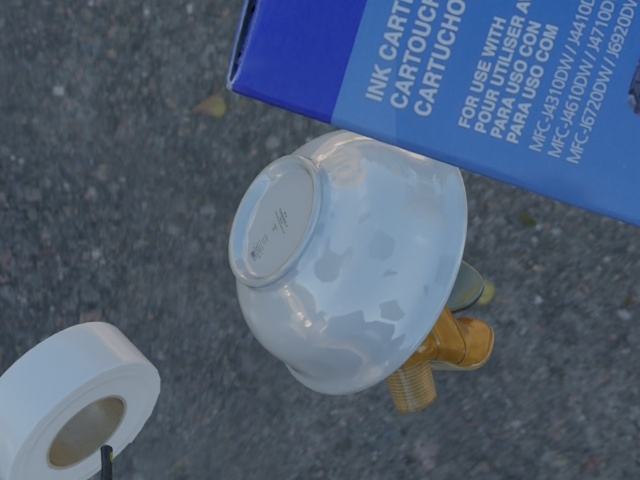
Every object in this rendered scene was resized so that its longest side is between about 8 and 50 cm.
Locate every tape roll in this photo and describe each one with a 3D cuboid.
[{"bbox_3d":[-0.382,0.261,1.857,0.286,0.286,0.100,-39,64,-21],"label":"tape roll"}]

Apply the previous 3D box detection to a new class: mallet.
[{"bbox_3d":[-0.245,0.331,1.414,0.039,0.062,0.189,-10,48,5],"label":"mallet"}]

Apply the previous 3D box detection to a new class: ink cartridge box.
[{"bbox_3d":[0.119,-0.111,0.623,0.396,0.270,0.151,20,103,4],"label":"ink cartridge box"}]

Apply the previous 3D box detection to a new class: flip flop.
[{"bbox_3d":[0.131,0.017,1.920,0.277,0.080,0.112,38,71,12],"label":"flip flop"}]

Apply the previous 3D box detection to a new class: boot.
[{"bbox_3d":[0.156,0.094,1.736,0.295,0.104,0.211,-34,114,-55],"label":"boot"}]

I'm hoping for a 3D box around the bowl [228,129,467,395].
[{"bbox_3d":[0.000,0.000,1.257,0.134,0.298,0.297,25,64,-34],"label":"bowl"}]
